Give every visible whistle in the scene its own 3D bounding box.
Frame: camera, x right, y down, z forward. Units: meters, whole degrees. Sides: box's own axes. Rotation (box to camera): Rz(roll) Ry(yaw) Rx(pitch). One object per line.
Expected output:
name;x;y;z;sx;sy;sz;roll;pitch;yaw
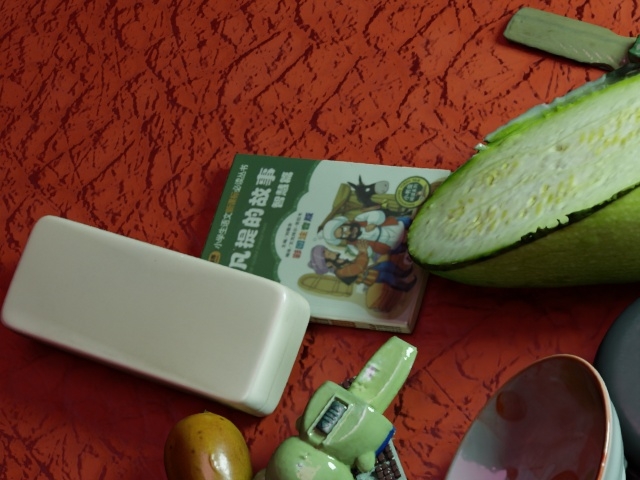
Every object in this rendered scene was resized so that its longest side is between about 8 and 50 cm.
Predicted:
whistle;0.021;0.195;1.804;0.105;0.085;0.227;28;76;34

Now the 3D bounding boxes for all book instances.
book;0.000;0.000;1.992;0.264;0.027;0.202;6;62;21

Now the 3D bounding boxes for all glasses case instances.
glasses case;-0.183;0.080;1.951;0.336;0.076;0.144;17;80;26

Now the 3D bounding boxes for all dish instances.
dish;0.215;0.243;1.692;0.260;0.085;0.260;-47;25;31

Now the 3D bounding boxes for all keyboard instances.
keyboard;0.050;0.211;1.845;0.055;0.017;0.166;-23;54;3

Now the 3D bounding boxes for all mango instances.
mango;-0.105;0.249;1.826;0.084;0.105;0.159;-12;64;-21

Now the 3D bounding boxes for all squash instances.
squash;0.236;-0.061;1.848;0.309;0.210;0.233;1;41;13

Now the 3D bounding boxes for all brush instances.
brush;0.337;-0.218;2.015;0.282;0.048;0.054;20;63;29

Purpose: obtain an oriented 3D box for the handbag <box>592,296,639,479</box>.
handbag;0.412;0.143;1.725;0.308;0.093;0.254;-8;56;13
